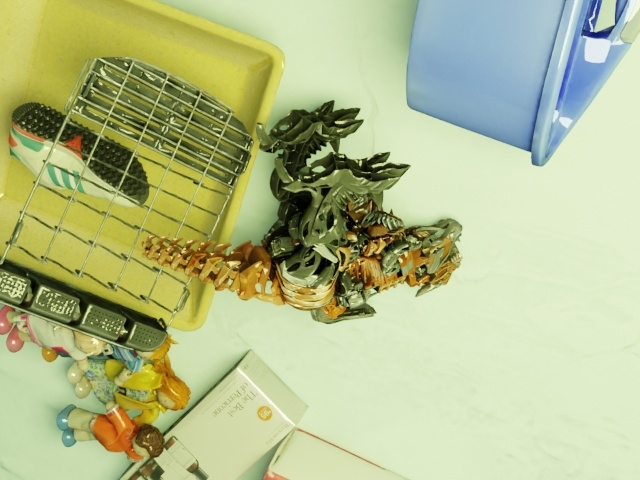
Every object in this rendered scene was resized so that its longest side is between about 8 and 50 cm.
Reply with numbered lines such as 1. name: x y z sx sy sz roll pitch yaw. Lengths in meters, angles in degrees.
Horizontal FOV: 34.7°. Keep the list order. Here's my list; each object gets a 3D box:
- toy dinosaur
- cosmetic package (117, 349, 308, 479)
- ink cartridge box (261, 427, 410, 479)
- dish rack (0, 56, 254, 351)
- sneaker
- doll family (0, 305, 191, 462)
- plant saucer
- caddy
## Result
1. toy dinosaur: 0.000 0.000 1.008 0.164 0.322 0.218 35 129 37
2. cosmetic package: -0.132 0.245 1.211 0.099 0.060 0.239 44 111 -3
3. ink cartridge box: 0.001 0.407 1.189 0.226 0.131 0.306 24 110 5
4. dish rack: -0.195 -0.035 1.001 0.208 0.074 0.271 26 87 -30
5. sneaker: -0.255 -0.076 1.073 0.161 0.057 0.075 31 136 -5
6. doll family: -0.234 0.136 1.156 0.163 0.118 0.263 4 133 27
7. plant saucer: -0.226 -0.110 1.119 0.333 0.081 0.332 22 109 7
8. caddy: 0.202 -0.236 0.889 0.179 0.241 0.341 17 118 15
